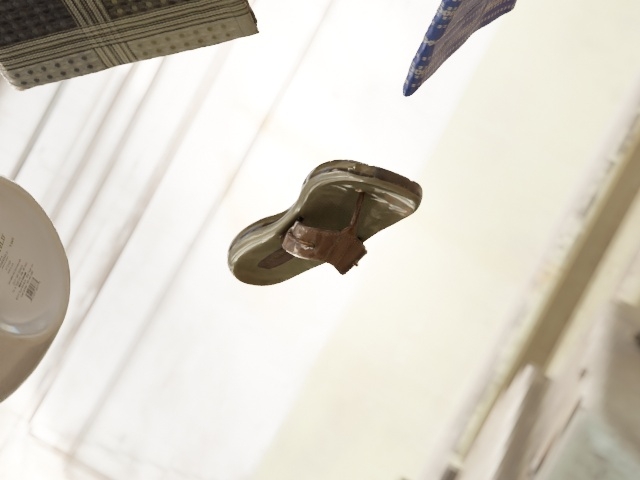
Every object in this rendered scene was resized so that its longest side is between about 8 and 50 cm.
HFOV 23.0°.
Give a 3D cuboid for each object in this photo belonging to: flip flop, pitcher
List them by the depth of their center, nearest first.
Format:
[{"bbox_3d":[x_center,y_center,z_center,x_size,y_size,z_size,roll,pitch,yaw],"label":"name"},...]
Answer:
[{"bbox_3d":[-0.219,0.022,0.764,0.207,0.125,0.177,-22,41,29],"label":"pitcher"},{"bbox_3d":[0.000,0.000,1.529,0.277,0.112,0.080,-31,46,46],"label":"flip flop"}]

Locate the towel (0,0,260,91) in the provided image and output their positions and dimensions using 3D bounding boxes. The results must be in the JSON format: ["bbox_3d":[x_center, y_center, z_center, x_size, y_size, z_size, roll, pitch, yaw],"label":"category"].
[{"bbox_3d":[-0.253,-0.297,1.741,0.312,0.324,0.056,63,-161,-56],"label":"towel"}]

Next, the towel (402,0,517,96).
[{"bbox_3d":[0.199,-0.303,1.487,0.243,0.040,0.336,-44,-13,-47],"label":"towel"}]
